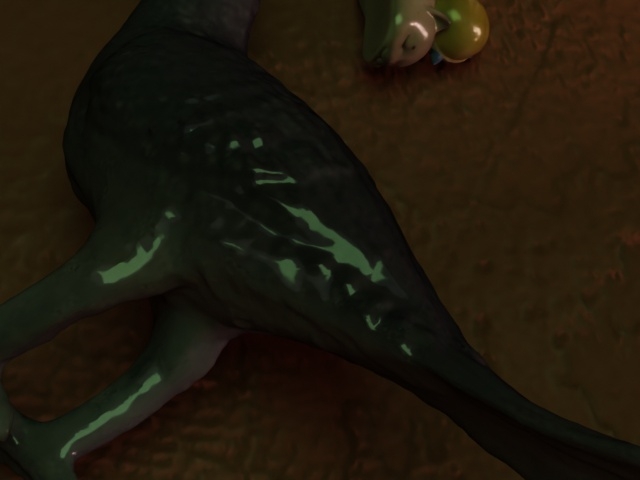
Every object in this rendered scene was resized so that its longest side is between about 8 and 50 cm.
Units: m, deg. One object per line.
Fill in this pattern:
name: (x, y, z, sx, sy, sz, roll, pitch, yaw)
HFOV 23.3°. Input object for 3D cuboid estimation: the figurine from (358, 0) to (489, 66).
figurine: (0.044, -0.102, 0.613, 0.050, 0.047, 0.083, 8, 68, -15)

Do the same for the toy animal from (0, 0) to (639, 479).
toy animal: (-0.038, 0.006, 0.507, 0.205, 0.081, 0.367, -29, 50, -4)
